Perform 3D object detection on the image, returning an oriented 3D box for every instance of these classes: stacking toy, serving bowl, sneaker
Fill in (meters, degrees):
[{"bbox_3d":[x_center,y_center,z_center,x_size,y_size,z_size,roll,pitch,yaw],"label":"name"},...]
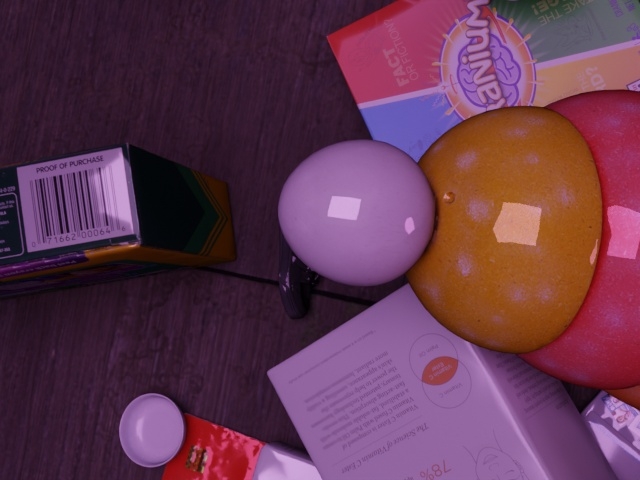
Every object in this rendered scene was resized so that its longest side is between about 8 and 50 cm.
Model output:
[{"bbox_3d":[0.191,-0.011,0.948,0.480,0.351,0.350,7,84,-28],"label":"stacking toy"},{"bbox_3d":[-0.187,0.217,1.276,0.083,0.027,0.083,-4,80,22],"label":"serving bowl"},{"bbox_3d":[0.001,0.001,1.249,0.089,0.051,0.170,-6,79,16],"label":"sneaker"}]

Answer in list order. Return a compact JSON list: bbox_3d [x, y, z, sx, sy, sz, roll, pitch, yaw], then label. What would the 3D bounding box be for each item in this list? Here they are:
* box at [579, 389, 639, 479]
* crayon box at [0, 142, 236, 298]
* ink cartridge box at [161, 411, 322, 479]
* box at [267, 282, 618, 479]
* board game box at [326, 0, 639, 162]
[{"bbox_3d":[0.330,0.223,1.160,0.145,0.038,0.186,41,93,14],"label":"box"},{"bbox_3d":[-0.307,-0.004,1.182,0.363,0.313,0.106,-9,85,11],"label":"crayon box"},{"bbox_3d":[-0.092,0.353,1.229,0.239,0.060,0.275,17,88,12],"label":"ink cartridge box"},{"bbox_3d":[0.141,0.220,1.108,0.215,0.168,0.345,-34,78,25],"label":"box"},{"bbox_3d":[0.199,-0.183,1.218,0.317,0.064,0.242,-26,79,8],"label":"board game box"}]
